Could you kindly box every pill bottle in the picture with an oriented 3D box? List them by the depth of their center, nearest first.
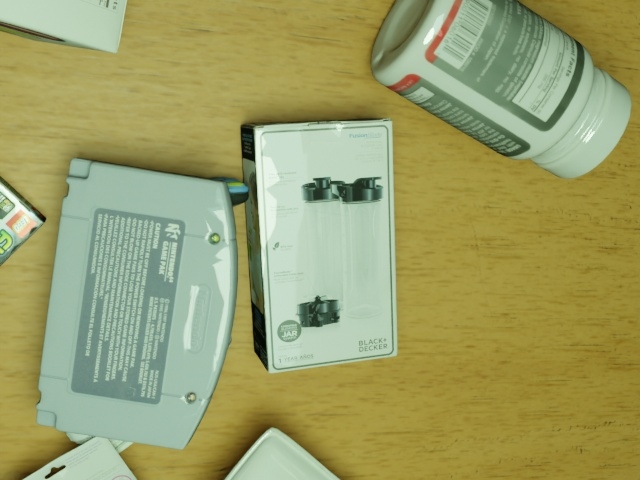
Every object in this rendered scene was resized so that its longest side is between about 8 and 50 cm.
[{"bbox_3d":[0.216,-0.196,0.935,0.283,0.161,0.161,27,91,-19],"label":"pill bottle"}]

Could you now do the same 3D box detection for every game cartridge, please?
[{"bbox_3d":[-0.191,0.070,0.849,0.196,0.060,0.294,10,94,4],"label":"game cartridge"}]

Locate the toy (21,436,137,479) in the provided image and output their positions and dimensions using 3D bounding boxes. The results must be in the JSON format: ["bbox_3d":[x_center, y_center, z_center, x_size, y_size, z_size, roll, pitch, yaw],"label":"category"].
[{"bbox_3d":[-0.262,0.341,0.943,0.136,0.056,0.237,-30,112,-8],"label":"toy"}]

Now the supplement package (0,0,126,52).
[{"bbox_3d":[-0.309,-0.269,0.719,0.244,0.139,0.134,3,101,-56],"label":"supplement package"}]

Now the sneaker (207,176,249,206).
[{"bbox_3d":[-0.164,-0.013,0.909,0.188,0.067,0.078,-32,109,-2],"label":"sneaker"}]

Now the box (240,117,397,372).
[{"bbox_3d":[0.000,0.000,0.945,0.169,0.087,0.290,-6,102,-15],"label":"box"}]

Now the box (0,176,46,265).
[{"bbox_3d":[-0.416,0.013,0.852,0.207,0.036,0.114,-45,108,-5],"label":"box"}]

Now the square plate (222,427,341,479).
[{"bbox_3d":[-0.073,0.442,0.995,0.347,0.049,0.344,-47,120,-4],"label":"square plate"}]

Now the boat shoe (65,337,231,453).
[{"bbox_3d":[-0.192,0.177,0.933,0.226,0.083,0.076,-32,118,3],"label":"boat shoe"}]
